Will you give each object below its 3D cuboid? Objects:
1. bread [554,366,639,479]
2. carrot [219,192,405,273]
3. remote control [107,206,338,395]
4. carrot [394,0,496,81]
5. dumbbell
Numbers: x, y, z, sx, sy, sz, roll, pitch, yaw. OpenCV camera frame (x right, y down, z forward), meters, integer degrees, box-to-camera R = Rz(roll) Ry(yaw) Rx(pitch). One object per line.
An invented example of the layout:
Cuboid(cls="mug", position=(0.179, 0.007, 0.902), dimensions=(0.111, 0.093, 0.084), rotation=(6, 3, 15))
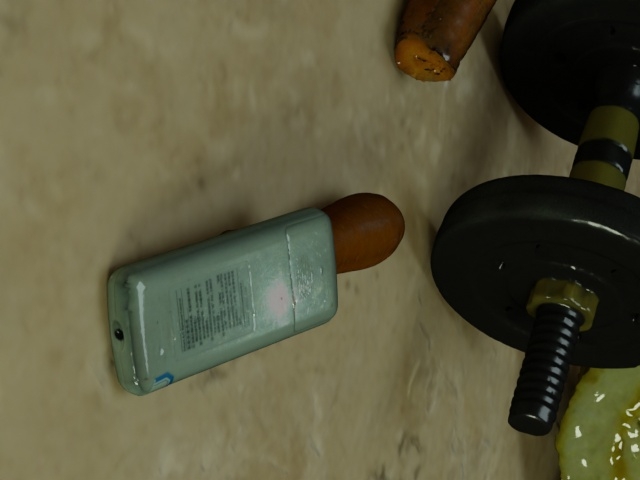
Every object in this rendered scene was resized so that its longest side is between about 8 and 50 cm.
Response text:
Cuboid(cls="bread", position=(0.252, 0.156, 1.074), dimensions=(0.186, 0.257, 0.124), rotation=(-60, 167, 23))
Cuboid(cls="carrot", position=(0.000, 0.000, 0.813), dimensions=(0.142, 0.035, 0.035), rotation=(-13, 102, -56))
Cuboid(cls="remote control", position=(-0.036, 0.023, 0.736), dimensions=(0.124, 0.018, 0.053), rotation=(-20, 109, -47))
Cuboid(cls="carrot", position=(0.079, -0.148, 0.940), dimensions=(0.161, 0.055, 0.055), rotation=(-61, 141, -30))
Cuboid(cls="dumbbell", position=(0.148, -0.040, 0.966), dimensions=(0.143, 0.143, 0.325), rotation=(58, 42, -45))
